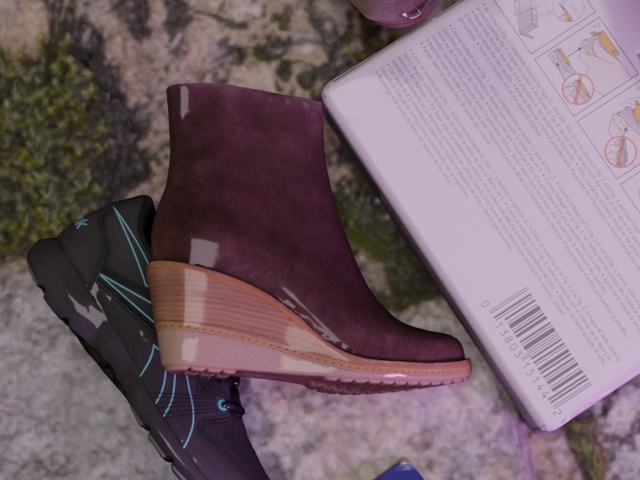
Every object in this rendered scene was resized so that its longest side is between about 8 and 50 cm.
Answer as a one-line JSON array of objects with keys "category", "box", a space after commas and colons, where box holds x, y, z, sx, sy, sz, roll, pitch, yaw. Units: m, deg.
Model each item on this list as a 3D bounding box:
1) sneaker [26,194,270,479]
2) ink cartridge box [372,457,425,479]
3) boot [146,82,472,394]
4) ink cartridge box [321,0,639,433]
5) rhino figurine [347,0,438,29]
[{"category": "sneaker", "box": [-0.099, 0.086, 1.187, 0.106, 0.101, 0.267, -36, 83, -7]}, {"category": "ink cartridge box", "box": [0.024, 0.350, 1.102, 0.330, 0.071, 0.324, -36, 68, -12]}, {"category": "boot", "box": [0.000, 0.000, 1.177, 0.248, 0.090, 0.207, 9, 76, -24]}, {"category": "ink cartridge box", "box": [0.186, -0.051, 1.217, 0.261, 0.066, 0.296, -32, 82, -4]}, {"category": "rhino figurine", "box": [0.018, -0.249, 1.238, 0.106, 0.073, 0.243, -38, 64, -9]}]
